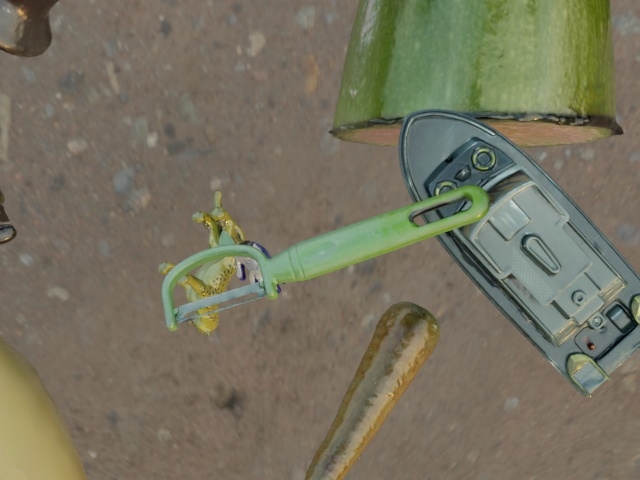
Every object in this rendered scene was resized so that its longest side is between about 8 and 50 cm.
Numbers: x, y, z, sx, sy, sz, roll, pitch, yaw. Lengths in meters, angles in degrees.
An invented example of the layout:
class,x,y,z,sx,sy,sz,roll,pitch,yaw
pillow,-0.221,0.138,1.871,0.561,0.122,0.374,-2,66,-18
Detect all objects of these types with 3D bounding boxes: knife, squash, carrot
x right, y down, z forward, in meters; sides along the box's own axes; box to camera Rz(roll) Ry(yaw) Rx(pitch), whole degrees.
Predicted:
class,x,y,z,sx,sy,sz,roll,pitch,yaw
knife,0.000,0.000,0.788,0.212,0.015,0.054,-18,62,8
squash,0.159,-0.259,1.362,0.310,0.310,0.308,-1,89,0
carrot,0.047,0.203,1.520,0.078,0.078,0.298,30,72,9

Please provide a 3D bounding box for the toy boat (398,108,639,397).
class,x,y,z,sx,sy,sz,roll,pitch,yaw
toy boat,0.177,-0.002,1.137,0.114,0.122,0.296,-43,93,1

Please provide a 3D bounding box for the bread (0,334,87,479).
class,x,y,z,sx,sy,sz,roll,pitch,yaw
bread,-0.289,0.124,0.438,0.376,0.348,0.252,-11,65,44

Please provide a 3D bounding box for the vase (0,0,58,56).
class,x,y,z,sx,sy,sz,roll,pitch,yaw
vase,-0.099,-0.158,0.583,0.183,0.120,0.120,-39,74,28

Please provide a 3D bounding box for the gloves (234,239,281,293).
class,x,y,z,sx,sy,sz,roll,pitch,yaw
gloves,-0.083,0.039,1.684,0.086,0.064,0.026,53,44,-19

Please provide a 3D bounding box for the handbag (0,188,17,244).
class,x,y,z,sx,sy,sz,roll,pitch,yaw
handbag,-0.197,-0.014,0.643,0.072,0.111,0.047,-16,89,5

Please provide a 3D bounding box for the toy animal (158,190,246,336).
class,x,y,z,sx,sy,sz,roll,pitch,yaw
toy animal,-0.156,0.034,1.899,0.073,0.136,0.181,6,58,39
